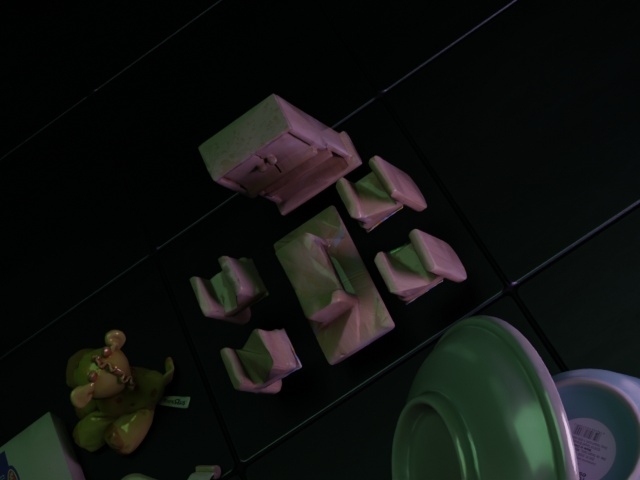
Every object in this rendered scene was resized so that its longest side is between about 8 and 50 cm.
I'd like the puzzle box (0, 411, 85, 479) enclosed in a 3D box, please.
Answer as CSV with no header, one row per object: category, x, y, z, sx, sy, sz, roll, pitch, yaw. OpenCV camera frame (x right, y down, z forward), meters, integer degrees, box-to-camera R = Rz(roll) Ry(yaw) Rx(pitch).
puzzle box,-0.478,0.506,1.931,0.272,0.052,0.409,-36,48,6

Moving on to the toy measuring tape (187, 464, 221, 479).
toy measuring tape,-0.214,0.487,1.774,0.121,0.121,0.330,-6,35,28

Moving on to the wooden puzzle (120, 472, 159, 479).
wooden puzzle,-0.193,0.460,1.593,0.322,0.348,0.080,17,109,10

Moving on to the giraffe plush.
giraffe plush,-0.345,0.238,1.950,0.210,0.170,0.181,-16,52,21

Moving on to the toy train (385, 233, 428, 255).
toy train,0.141,0.013,1.906,0.083,0.024,0.017,-23,51,16

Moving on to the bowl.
bowl,0.342,0.285,1.508,0.311,0.163,0.311,-16,52,22

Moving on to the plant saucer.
plant saucer,0.173,0.293,1.475,0.100,0.400,0.400,-1,47,-20

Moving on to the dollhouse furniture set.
dollhouse furniture set,0.000,0.000,1.899,0.362,0.256,0.394,-34,67,18
